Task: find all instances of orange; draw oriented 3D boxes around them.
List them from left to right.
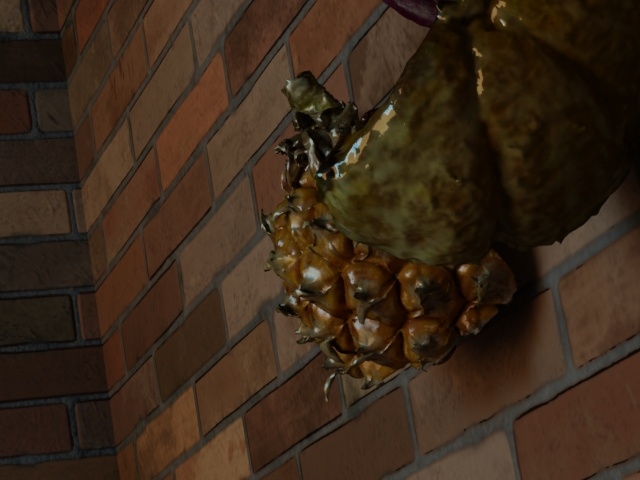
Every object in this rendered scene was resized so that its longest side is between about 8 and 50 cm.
[{"bbox_3d":[0.171,-0.123,1.610,0.368,0.210,0.271,-56,-3,-12],"label":"orange"}]

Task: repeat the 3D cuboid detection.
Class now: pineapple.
[{"bbox_3d":[-0.002,-0.003,1.978,0.286,0.209,0.344,50,168,-15],"label":"pineapple"}]

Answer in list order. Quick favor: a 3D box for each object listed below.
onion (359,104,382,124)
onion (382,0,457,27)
[{"bbox_3d":[0.088,-0.111,2.060,0.107,0.097,0.107,-163,90,-78],"label":"onion"},{"bbox_3d":[0.094,-0.334,1.757,0.348,0.159,0.267,72,-158,-82],"label":"onion"}]
